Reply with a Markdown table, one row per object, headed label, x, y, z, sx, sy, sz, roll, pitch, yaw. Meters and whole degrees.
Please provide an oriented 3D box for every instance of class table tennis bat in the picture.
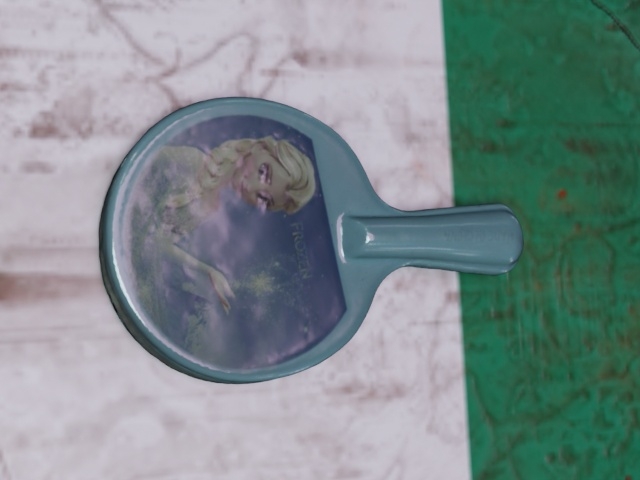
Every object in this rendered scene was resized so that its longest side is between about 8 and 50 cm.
| label | x | y | z | sx | sy | sz | roll | pitch | yaw |
| --- | --- | --- | --- | --- | --- | --- | --- | --- | --- |
| table tennis bat | 0.000 | 0.000 | 0.827 | 0.237 | 0.038 | 0.149 | 1 | 84 | -24 |
